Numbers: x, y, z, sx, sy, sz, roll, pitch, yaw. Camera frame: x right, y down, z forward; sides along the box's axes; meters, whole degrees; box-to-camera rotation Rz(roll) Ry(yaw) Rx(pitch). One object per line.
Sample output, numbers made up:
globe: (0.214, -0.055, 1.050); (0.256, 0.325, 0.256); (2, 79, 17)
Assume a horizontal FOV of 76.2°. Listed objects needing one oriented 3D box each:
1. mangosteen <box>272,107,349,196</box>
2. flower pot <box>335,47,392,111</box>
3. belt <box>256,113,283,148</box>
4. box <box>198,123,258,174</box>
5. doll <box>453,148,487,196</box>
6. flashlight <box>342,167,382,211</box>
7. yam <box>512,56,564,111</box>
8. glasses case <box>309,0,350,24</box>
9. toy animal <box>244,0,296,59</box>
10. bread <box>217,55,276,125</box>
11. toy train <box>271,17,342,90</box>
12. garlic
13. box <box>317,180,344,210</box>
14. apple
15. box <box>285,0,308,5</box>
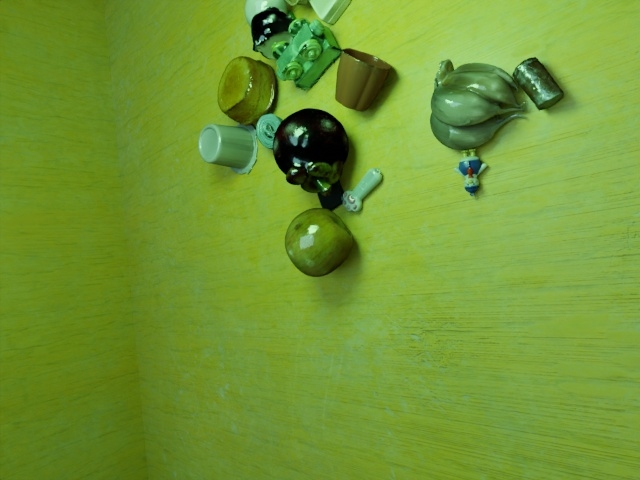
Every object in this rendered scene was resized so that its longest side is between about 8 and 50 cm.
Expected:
mangosteen: (-0.048, -0.334, 1.535); (0.297, 0.297, 0.313); (11, 61, 41)
flower pot: (0.140, -0.565, 1.455); (0.190, 0.190, 0.173); (43, 130, 32)
belt: (-0.211, -0.481, 1.826); (0.147, 0.082, 0.163); (-9, 83, 31)
box: (-0.473, -0.462, 1.977); (0.291, 0.206, 0.262); (8, 97, 39)
doll: (0.462, -0.207, 1.256); (0.098, 0.057, 0.143); (-3, 95, 24)
flashlight: (0.156, -0.191, 1.533); (0.200, 0.047, 0.093); (-48, 67, 33)
yam: (0.591, -0.429, 1.114); (0.079, 0.079, 0.141); (-39, 69, 36)
glasses case: (0.000, -1.016, 1.619); (0.131, 0.070, 0.313); (-41, 66, 36)
toy animal: (-0.204, -0.921, 1.728); (0.212, 0.212, 0.267); (-24, 73, 40)
bread: (-0.338, -0.690, 1.863); (0.312, 0.172, 0.312); (-6, 81, 39)
toy train: (-0.062, -0.737, 1.612); (0.271, 0.188, 0.159); (-37, 68, 39)
garlic: (0.446, -0.406, 1.226); (0.237, 0.210, 0.292); (-38, 57, -1)
box: (0.040, -0.191, 1.654); (0.125, 0.027, 0.126); (-29, 74, 41)
apple: (0.000, 0.000, 1.553); (0.264, 0.264, 0.264); (2, 94, 42)
box: (-0.111, -0.999, 1.604); (0.177, 0.111, 0.111); (53, 124, 27)
